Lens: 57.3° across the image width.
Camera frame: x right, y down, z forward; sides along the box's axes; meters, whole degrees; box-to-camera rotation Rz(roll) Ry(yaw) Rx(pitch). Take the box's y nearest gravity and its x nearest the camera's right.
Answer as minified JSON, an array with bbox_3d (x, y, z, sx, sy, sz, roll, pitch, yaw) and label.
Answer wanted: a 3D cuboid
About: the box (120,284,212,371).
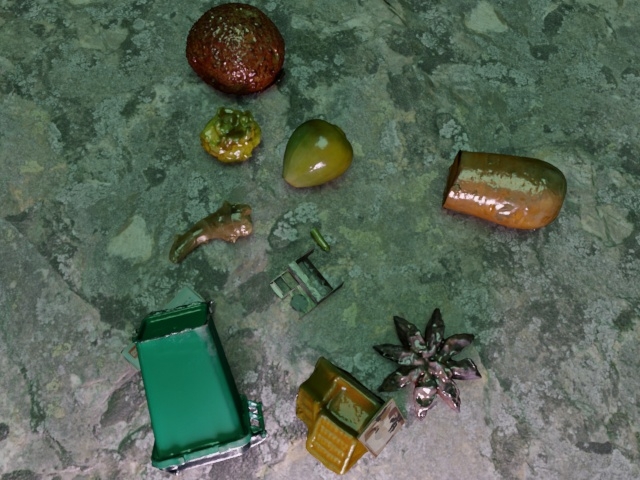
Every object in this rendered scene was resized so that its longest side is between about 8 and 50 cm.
[{"bbox_3d":[-0.437,0.261,1.682,0.079,0.135,0.269,39,75,13],"label":"box"}]

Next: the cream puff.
[{"bbox_3d":[-0.283,-0.648,1.941,0.351,0.228,0.350,0,69,-1],"label":"cream puff"}]

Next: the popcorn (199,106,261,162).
[{"bbox_3d":[-0.292,-0.342,1.878,0.198,0.155,0.197,-4,65,9],"label":"popcorn"}]

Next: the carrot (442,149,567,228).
[{"bbox_3d":[0.563,-0.160,1.804,0.341,0.224,0.224,15,72,7],"label":"carrot"}]

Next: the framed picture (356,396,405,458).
[{"bbox_3d":[0.169,0.512,1.590,0.010,0.201,0.136,32,72,35],"label":"framed picture"}]

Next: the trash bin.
[{"bbox_3d":[-0.319,0.371,1.521,0.295,0.259,0.381,-13,106,-7],"label":"trash bin"}]

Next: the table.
[{"bbox_3d":[-0.043,0.129,1.777,0.175,0.062,0.146,-37,77,-15],"label":"table"}]

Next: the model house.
[{"bbox_3d":[0.047,0.491,1.617,0.268,0.173,0.239,35,82,15],"label":"model house"}]

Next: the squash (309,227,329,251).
[{"bbox_3d":[0.000,0.000,1.837,0.027,0.027,0.083,-33,75,-11],"label":"squash"}]

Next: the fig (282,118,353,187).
[{"bbox_3d":[-0.019,-0.275,1.849,0.230,0.207,0.207,-27,71,26],"label":"fig"}]

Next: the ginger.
[{"bbox_3d":[-0.337,-0.020,1.812,0.295,0.086,0.131,-33,85,-3],"label":"ginger"}]

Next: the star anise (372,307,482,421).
[{"bbox_3d":[0.311,0.349,1.685,0.332,0.117,0.331,1,76,-5],"label":"star anise"}]
